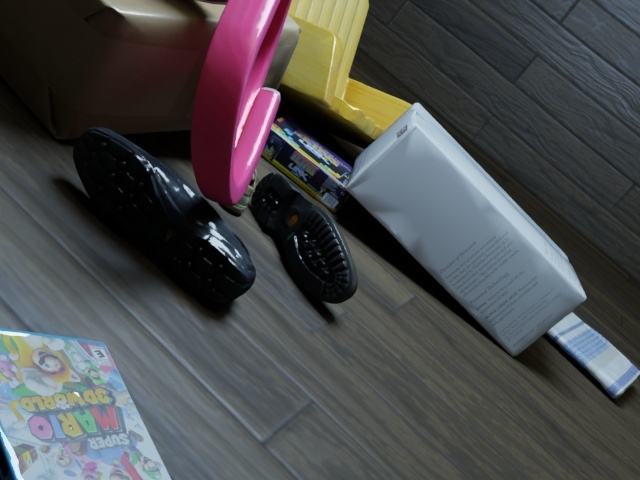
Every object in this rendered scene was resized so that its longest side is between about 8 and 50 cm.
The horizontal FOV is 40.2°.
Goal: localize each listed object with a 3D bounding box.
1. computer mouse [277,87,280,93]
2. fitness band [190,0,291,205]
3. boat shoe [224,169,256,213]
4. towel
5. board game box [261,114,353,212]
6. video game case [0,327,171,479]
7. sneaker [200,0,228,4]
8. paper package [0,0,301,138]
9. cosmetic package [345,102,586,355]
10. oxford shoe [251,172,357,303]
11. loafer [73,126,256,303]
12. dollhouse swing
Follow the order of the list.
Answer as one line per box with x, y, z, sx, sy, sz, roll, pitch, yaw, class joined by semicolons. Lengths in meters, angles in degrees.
-0.126;-0.310;1.260;0.060;0.184;0.262;-33;69;-26;computer mouse
-0.075;-0.168;0.905;0.054;0.209;0.290;15;51;1;fitness band
-0.104;-0.080;1.139;0.050;0.045;0.135;31;19;-22;boat shoe
0.469;0.179;1.643;0.285;0.034;0.209;43;21;20;towel
-0.018;-0.127;1.413;0.170;0.048;0.141;39;19;-1;board game box
-0.166;0.124;0.580;0.119;0.015;0.166;18;28;-48;video game case
-0.171;-0.369;0.989;0.290;0.106;0.123;38;31;12;sneaker
-0.244;-0.280;1.066;0.309;0.168;0.325;44;31;21;paper package
0.230;-0.026;1.406;0.385;0.156;0.217;44;17;-6;cosmetic package
0.000;0.000;1.093;0.096;0.083;0.227;28;21;-41;oxford shoe
-0.154;-0.026;0.876;0.223;0.076;0.078;44;13;0;loafer
0.061;-0.360;1.589;0.315;0.304;0.347;29;0;34;dollhouse swing
